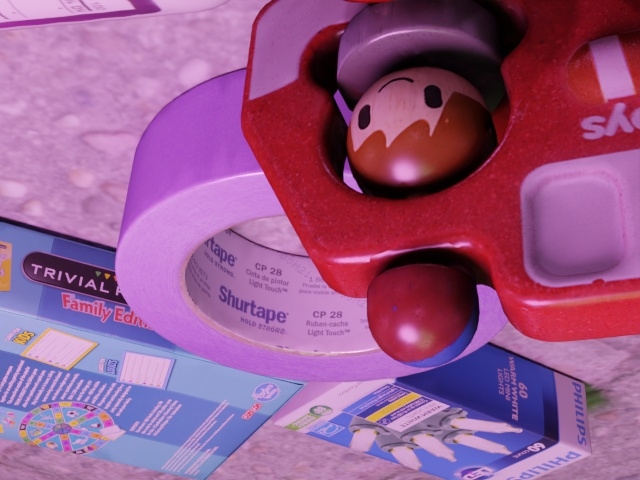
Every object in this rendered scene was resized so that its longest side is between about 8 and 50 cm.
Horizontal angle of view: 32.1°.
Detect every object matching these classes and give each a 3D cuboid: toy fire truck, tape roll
[{"bbox_3d":[0.104,-0.067,0.517,0.302,0.253,0.169,-8,144,17],"label":"toy fire truck"},{"bbox_3d":[0.000,0.000,0.779,0.275,0.090,0.274,3,147,2],"label":"tape roll"}]

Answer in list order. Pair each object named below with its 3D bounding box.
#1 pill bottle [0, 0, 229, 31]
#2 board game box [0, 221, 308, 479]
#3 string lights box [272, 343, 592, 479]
[{"bbox_3d":[-0.117,-0.173,0.459,0.302,0.169,0.169,-4,146,10],"label":"pill bottle"},{"bbox_3d":[-0.211,0.100,0.956,0.336,0.079,0.254,17,144,-19],"label":"board game box"},{"bbox_3d":[0.102,0.145,0.996,0.260,0.076,0.133,23,140,-27],"label":"string lights box"}]
